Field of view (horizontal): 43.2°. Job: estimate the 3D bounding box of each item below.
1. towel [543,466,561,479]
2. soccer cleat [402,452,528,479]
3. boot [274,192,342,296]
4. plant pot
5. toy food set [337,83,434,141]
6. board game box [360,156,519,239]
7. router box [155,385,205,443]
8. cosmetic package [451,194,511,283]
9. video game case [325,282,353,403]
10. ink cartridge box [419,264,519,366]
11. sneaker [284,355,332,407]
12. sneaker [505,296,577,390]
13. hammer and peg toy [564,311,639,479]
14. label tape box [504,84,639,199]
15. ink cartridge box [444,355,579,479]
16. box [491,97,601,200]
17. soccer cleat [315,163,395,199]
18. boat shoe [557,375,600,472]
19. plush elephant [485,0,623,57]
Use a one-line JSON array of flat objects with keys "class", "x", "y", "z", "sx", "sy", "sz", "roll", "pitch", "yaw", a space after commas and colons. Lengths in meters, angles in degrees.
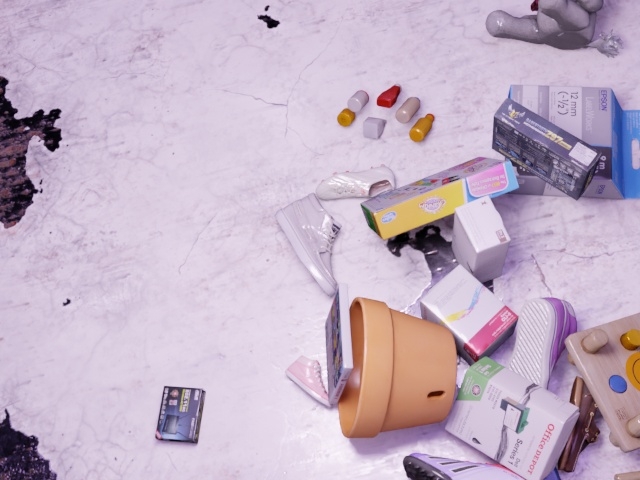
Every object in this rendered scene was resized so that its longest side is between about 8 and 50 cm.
[{"class": "towel", "x": 0.466, "y": 0.509, "z": 1.662, "sx": 0.067, "sy": 0.029, "sz": 0.119, "roll": -17, "pitch": 67, "yaw": 2}, {"class": "soccer cleat", "x": 0.324, "y": 0.497, "z": 1.651, "sx": 0.318, "sy": 0.108, "sz": 0.116, "roll": 19, "pitch": 51, "yaw": 25}, {"class": "boot", "x": 0.000, "y": 0.000, "z": 1.908, "sx": 0.123, "sy": 0.095, "sz": 0.258, "roll": -33, "pitch": 65, "yaw": 1}, {"class": "plant pot", "x": 0.160, "y": 0.270, "z": 1.688, "sx": 0.204, "sy": 0.291, "sz": 0.290, "roll": 5, "pitch": 67, "yaw": -7}, {"class": "toy food set", "x": 0.165, "y": -0.326, "z": 2.026, "sx": 0.232, "sy": 0.111, "sz": 0.104, "roll": 12, "pitch": 38, "yaw": 24}, {"class": "board game box", "x": 0.260, "y": -0.102, "z": 1.840, "sx": 0.317, "sy": 0.242, "sz": 0.064, "roll": -21, "pitch": 99, "yaw": -1}, {"class": "router box", "x": -0.314, "y": 0.392, "z": 1.821, "sx": 0.092, "sy": 0.038, "sz": 0.122, "roll": 2, "pitch": 68, "yaw": 8}, {"class": "cosmetic package", "x": 0.349, "y": 0.007, "z": 1.781, "sx": 0.086, "sy": 0.231, "sz": 0.117, "roll": -22, "pitch": 66, "yaw": 0}, {"class": "video game case", "x": 0.038, "y": 0.224, "z": 1.746, "sx": 0.023, "sy": 0.183, "sz": 0.201, "roll": 4, "pitch": 55, "yaw": -9}, {"class": "ink cartridge box", "x": 0.322, "y": 0.167, "z": 1.773, "sx": 0.127, "sy": 0.128, "sz": 0.176, "roll": -42, "pitch": 68, "yaw": -10}, {"class": "sneaker", "x": -0.011, "y": 0.308, "z": 1.804, "sx": 0.134, "sy": 0.051, "sz": 0.070, "roll": 37, "pitch": 82, "yaw": 25}, {"class": "sneaker", "x": 0.478, "y": 0.259, "z": 1.728, "sx": 0.102, "sy": 0.161, "sz": 0.282, "roll": 25, "pitch": 105, "yaw": 41}, {"class": "hammer and peg toy", "x": 0.672, "y": 0.322, "z": 1.621, "sx": 0.266, "sy": 0.127, "sz": 0.361, "roll": -13, "pitch": 64, "yaw": -18}, {"class": "label tape box", "x": 0.615, "y": -0.233, "z": 1.909, "sx": 0.348, "sy": 0.115, "sz": 0.249, "roll": 3, "pitch": 69, "yaw": 11}, {"class": "ink cartridge box", "x": 0.387, "y": 0.363, "z": 1.643, "sx": 0.219, "sy": 0.093, "sz": 0.160, "roll": 28, "pitch": 114, "yaw": 29}, {"class": "box", "x": 0.483, "y": -0.196, "z": 1.756, "sx": 0.233, "sy": 0.183, "sz": 0.059, "roll": 36, "pitch": 82, "yaw": 19}, {"class": "soccer cleat", "x": 0.086, "y": -0.132, "z": 1.966, "sx": 0.196, "sy": 0.068, "sz": 0.076, "roll": -15, "pitch": 49, "yaw": -1}, {"class": "boat shoe", "x": 0.545, "y": 0.384, "z": 1.678, "sx": 0.073, "sy": 0.073, "sz": 0.206, "roll": 18, "pitch": 69, "yaw": 9}, {"class": "plush elephant", "x": 0.623, "y": -0.620, "z": 1.998, "sx": 0.330, "sy": 0.272, "sz": 0.255, "roll": 13, "pitch": 82, "yaw": -17}]
